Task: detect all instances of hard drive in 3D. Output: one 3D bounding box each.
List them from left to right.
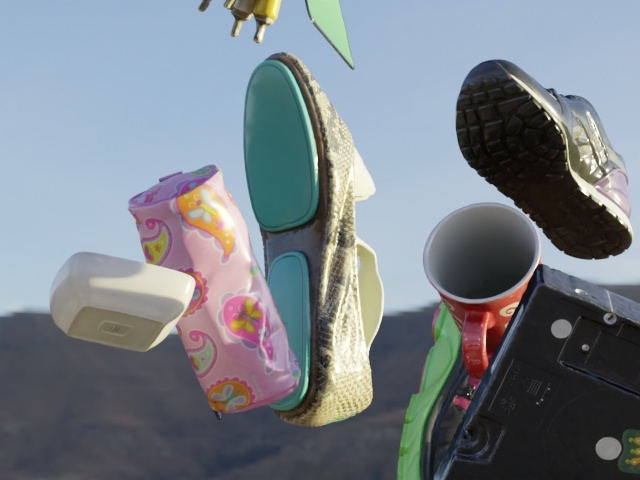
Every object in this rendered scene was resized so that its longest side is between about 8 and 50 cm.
[{"bbox_3d":[0.297,0.188,1.400,0.339,0.237,0.064,22,20,-1],"label":"hard drive"}]

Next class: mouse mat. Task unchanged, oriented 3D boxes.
[{"bbox_3d":[-0.005,-0.294,1.775,0.007,0.189,0.152,-19,-22,14],"label":"mouse mat"}]

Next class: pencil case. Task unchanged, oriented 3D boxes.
[{"bbox_3d":[-0.118,0.059,1.829,0.124,0.284,0.124,-21,15,6],"label":"pencil case"}]

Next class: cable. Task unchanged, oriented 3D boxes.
[{"bbox_3d":[-0.065,-0.398,2.027,0.139,0.287,0.072,31,1,19],"label":"cable"}]

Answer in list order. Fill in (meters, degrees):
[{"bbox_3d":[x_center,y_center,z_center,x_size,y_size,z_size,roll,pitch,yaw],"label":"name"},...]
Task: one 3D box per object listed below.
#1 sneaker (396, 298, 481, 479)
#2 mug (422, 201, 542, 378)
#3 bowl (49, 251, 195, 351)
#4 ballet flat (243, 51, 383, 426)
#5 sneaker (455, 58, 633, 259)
[{"bbox_3d":[0.204,0.224,1.772,0.202,0.482,0.185,2,-37,18],"label":"sneaker"},{"bbox_3d":[0.163,0.067,1.588,0.113,0.150,0.169,29,-18,30],"label":"mug"},{"bbox_3d":[-0.215,0.072,1.699,0.142,0.053,0.142,14,-28,-17],"label":"bowl"},{"bbox_3d":[0.000,0.000,2.099,0.182,0.482,0.164,1,-8,-41],"label":"ballet flat"},{"bbox_3d":[0.222,-0.105,1.599,0.107,0.124,0.283,-13,-41,31],"label":"sneaker"}]
